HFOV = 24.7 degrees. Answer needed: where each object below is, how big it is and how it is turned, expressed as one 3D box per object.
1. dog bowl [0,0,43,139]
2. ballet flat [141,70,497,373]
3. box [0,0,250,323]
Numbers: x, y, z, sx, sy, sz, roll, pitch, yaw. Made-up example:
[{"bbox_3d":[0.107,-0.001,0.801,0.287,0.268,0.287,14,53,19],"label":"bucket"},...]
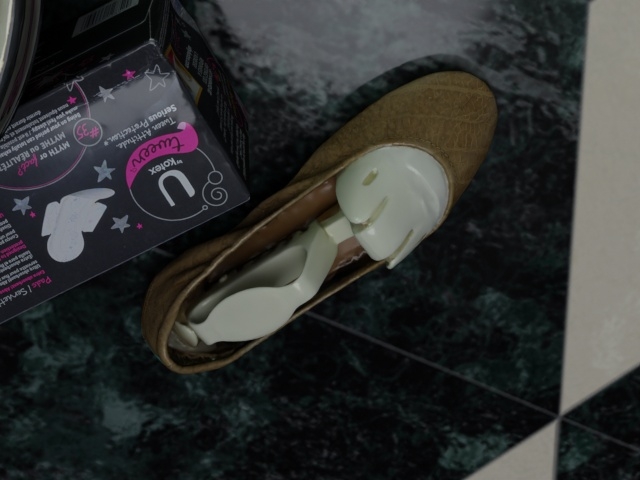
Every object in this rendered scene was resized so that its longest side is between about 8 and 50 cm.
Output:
[{"bbox_3d":[-0.356,-0.165,0.907,0.407,0.150,0.408,1,97,9],"label":"dog bowl"},{"bbox_3d":[0.000,0.000,1.133,0.342,0.124,0.116,-33,112,11],"label":"ballet flat"},{"bbox_3d":[-0.188,-0.062,1.073,0.247,0.163,0.142,-25,115,10],"label":"box"}]
